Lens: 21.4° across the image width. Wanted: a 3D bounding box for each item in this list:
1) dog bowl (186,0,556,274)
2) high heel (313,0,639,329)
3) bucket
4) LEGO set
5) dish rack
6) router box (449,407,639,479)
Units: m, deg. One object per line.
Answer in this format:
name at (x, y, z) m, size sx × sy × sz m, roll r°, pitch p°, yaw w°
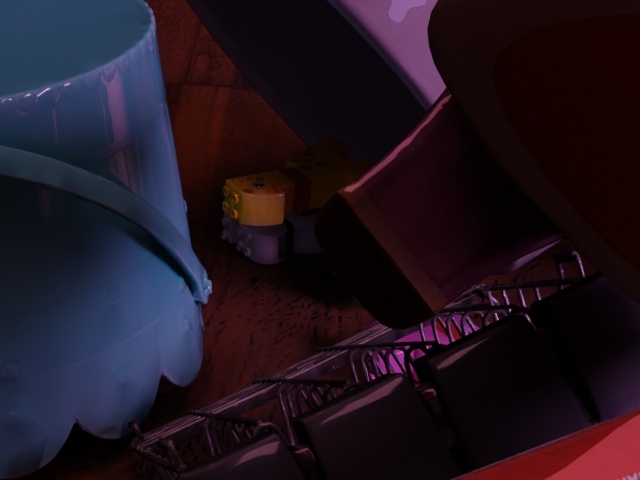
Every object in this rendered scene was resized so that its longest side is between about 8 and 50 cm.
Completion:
dog bowl at (0.033, -0.122, 0.965) m, size 0.102 × 0.349 × 0.349 m, roll -45°, pitch 41°, yaw -10°
high heel at (0.119, -0.064, 0.525) m, size 0.181 × 0.127 × 0.377 m, roll -38°, pitch 8°, yaw -17°
bucket at (-0.197, -0.019, 0.845) m, size 0.281 × 0.183 × 0.281 m, roll -1°, pitch 24°, yaw 1°
LEGO set at (0.000, 0.000, 0.956) m, size 0.093 × 0.087 × 0.227 m, roll -12°, pitch 28°, yaw -30°
dish rack at (0.020, 0.076, 0.722) m, size 0.208 × 0.074 × 0.271 m, roll -23°, pitch 2°, yaw -13°
router box at (0.083, 0.175, 0.253) m, size 0.335 × 0.082 × 0.301 m, roll -21°, pitch 57°, yaw -2°
